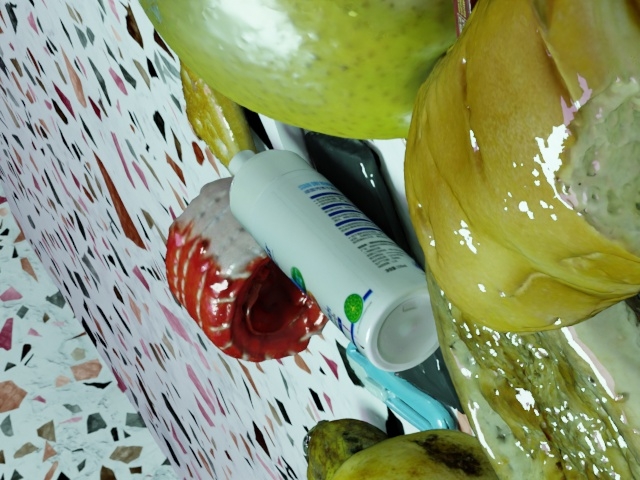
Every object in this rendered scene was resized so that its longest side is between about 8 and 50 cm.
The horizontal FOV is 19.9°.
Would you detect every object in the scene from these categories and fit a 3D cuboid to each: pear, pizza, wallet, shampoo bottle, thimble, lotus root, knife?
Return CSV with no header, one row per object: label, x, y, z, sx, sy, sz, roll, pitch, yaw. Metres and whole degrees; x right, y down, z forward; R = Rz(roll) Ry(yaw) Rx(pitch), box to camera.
pear,-0.048,-0.235,1.296,0.386,0.191,0.340,54,163,25
pizza,-0.112,-0.138,1.987,0.178,0.041,0.131,61,163,3
wallet,0.063,0.027,1.717,0.146,0.030,0.285,30,145,65
shampoo bottle,0.000,0.000,1.653,0.303,0.092,0.092,44,157,43
thimble,-0.071,0.028,1.908,0.125,0.163,0.189,47,160,40
lotus root,0.053,0.274,2.041,0.209,0.120,0.120,49,160,39
knife,0.079,0.158,1.891,0.222,0.031,0.064,34,146,60

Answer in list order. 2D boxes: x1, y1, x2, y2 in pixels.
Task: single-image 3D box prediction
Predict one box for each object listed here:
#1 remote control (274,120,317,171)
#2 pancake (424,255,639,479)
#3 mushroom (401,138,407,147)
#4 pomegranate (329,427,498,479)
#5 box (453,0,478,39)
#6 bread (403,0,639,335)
remote control,-0.039,-0.160,1.739,0.077,0.022,0.245,38,152,52
pancake,0.186,0.118,1.384,0.382,0.071,0.382,56,165,24
mushroom,0.040,-0.150,1.492,0.286,0.026,0.028,60,-179,0
pomegranate,0.108,0.298,1.629,0.260,0.260,0.260,55,164,24
box,0.110,-0.162,1.163,0.023,0.051,0.082,48,160,37
bread,0.145,-0.055,1.045,0.195,0.149,0.344,59,165,8
